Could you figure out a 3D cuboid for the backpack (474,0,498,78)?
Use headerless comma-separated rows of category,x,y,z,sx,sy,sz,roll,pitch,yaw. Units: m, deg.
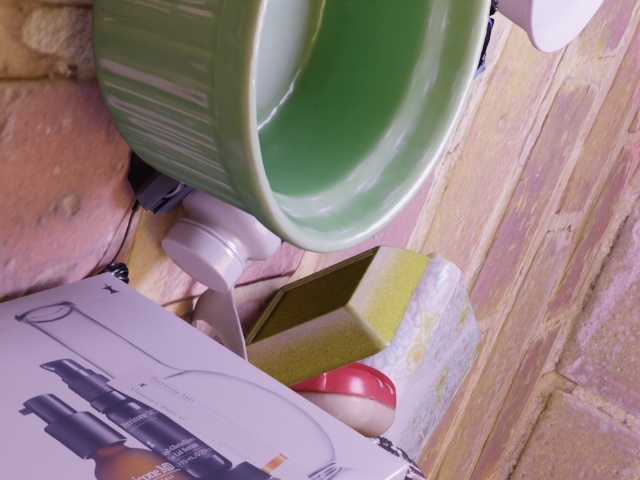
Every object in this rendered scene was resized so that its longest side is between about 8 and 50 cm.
backpack,0.069,-0.180,1.032,0.117,0.158,0.173,-52,169,-3

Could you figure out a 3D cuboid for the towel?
towel,0.113,0.214,1.674,0.320,0.090,0.374,-60,159,-13

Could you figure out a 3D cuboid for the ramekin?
ramekin,-0.015,-0.156,0.806,0.303,0.148,0.303,-37,137,-44

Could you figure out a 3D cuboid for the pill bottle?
pill bottle,-0.056,-0.043,0.975,0.169,0.094,0.094,-55,157,-19

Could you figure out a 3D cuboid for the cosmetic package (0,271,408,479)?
cosmetic package,-0.163,0.156,0.689,0.377,0.284,0.097,-19,131,-56

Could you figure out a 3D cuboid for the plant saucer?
plant saucer,0.001,0.073,1.157,0.045,0.188,0.188,58,28,-15

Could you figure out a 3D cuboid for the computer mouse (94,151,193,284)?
computer mouse,-0.136,-0.013,0.907,0.242,0.041,0.071,-62,159,2

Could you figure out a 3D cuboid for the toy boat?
toy boat,0.005,0.137,1.289,0.231,0.151,0.151,44,49,-71

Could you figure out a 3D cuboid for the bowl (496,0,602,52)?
bowl,0.238,-0.357,1.209,0.298,0.134,0.297,-48,155,-31

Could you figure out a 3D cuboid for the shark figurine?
shark figurine,-0.010,-0.004,1.107,0.278,0.116,0.166,-39,148,-48

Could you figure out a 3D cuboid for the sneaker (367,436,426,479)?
sneaker,0.002,0.308,1.434,0.279,0.107,0.118,4,128,-30
